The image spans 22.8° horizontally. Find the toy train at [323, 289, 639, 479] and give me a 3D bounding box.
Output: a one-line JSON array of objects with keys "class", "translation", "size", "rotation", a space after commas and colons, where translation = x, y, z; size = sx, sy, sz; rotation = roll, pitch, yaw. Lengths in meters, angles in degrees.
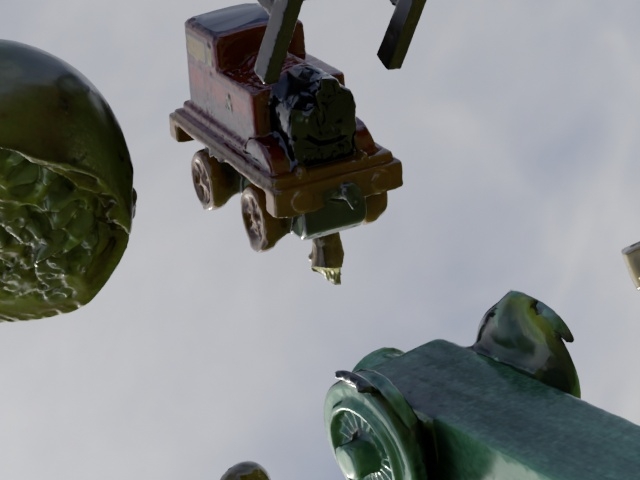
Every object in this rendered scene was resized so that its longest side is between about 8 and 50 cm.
[{"class": "toy train", "translation": [0.148, 0.191, 0.905], "size": [0.160, 0.397, 0.253], "rotation": [-22, -67, -27]}]

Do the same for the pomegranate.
[{"class": "pomegranate", "translation": [-0.355, -0.078, 1.583], "size": [0.310, 0.358, 0.216], "rotation": [101, 178, -52]}]

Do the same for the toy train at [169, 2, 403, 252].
[{"class": "toy train", "translation": [-0.055, -0.137, 1.817], "size": [0.163, 0.369, 0.232], "rotation": [-16, -64, -21]}]

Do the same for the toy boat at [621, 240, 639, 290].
[{"class": "toy boat", "translation": [0.379, 0.006, 1.549], "size": [0.077, 0.200, 0.057], "rotation": [-17, -93, -38]}]

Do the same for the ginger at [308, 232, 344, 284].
[{"class": "ginger", "translation": [0.006, -0.001, 2.205], "size": [0.044, 0.057, 0.137], "rotation": [-20, -78, -50]}]

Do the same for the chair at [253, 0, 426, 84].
[{"class": "chair", "translation": [0.019, -0.398, 1.609], "size": [0.203, 0.241, 0.416], "rotation": [-8, -40, -30]}]

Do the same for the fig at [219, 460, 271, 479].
[{"class": "fig", "translation": [-0.088, 0.329, 2.025], "size": [0.082, 0.098, 0.084], "rotation": [-49, -20, -11]}]
